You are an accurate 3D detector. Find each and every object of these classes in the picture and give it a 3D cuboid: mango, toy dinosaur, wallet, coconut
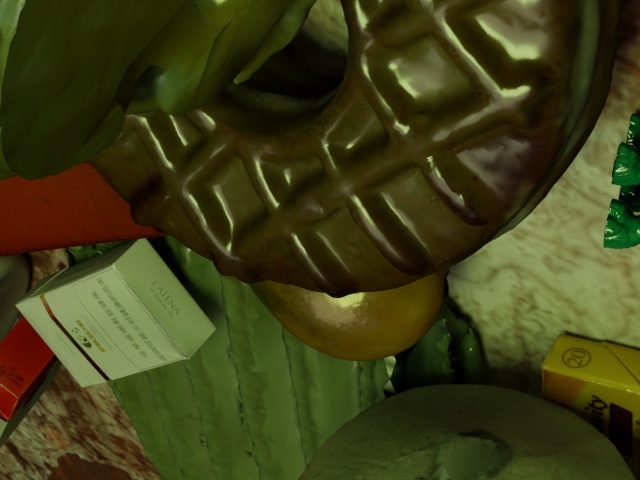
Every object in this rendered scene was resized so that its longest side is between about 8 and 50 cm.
[{"bbox_3d":[0.005,-0.001,0.834,0.163,0.111,0.089,54,177,8],"label":"mango"},{"bbox_3d":[0.198,-0.018,0.713,0.096,0.059,0.132,11,129,20],"label":"toy dinosaur"},{"bbox_3d":[-0.188,-0.062,0.937,0.204,0.045,0.142,-7,104,41],"label":"wallet"},{"bbox_3d":[0.086,0.195,0.824,0.241,0.241,0.241,21,140,18],"label":"coconut"}]

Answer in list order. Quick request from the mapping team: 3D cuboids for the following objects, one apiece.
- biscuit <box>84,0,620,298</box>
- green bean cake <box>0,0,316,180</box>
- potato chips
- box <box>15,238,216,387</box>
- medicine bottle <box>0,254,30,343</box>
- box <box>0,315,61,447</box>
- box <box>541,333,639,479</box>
[{"bbox_3d":[-0.015,-0.121,0.680,0.332,0.103,0.332,17,127,25],"label":"biscuit"},{"bbox_3d":[-0.094,-0.146,0.443,0.202,0.285,0.310,51,142,18],"label":"green bean cake"},{"bbox_3d":[-0.040,0.130,1.044,0.358,0.070,0.429,19,137,27],"label":"potato chips"},{"bbox_3d":[-0.147,0.054,0.979,0.084,0.040,0.154,51,144,-15],"label":"box"},{"bbox_3d":[-0.368,0.010,1.104,0.250,0.133,0.133,29,142,5],"label":"medicine bottle"},{"bbox_3d":[-0.252,0.114,1.155,0.048,0.100,0.152,35,143,-4],"label":"box"},{"bbox_3d":[0.269,0.149,0.843,0.269,0.043,0.152,14,134,25],"label":"box"}]
